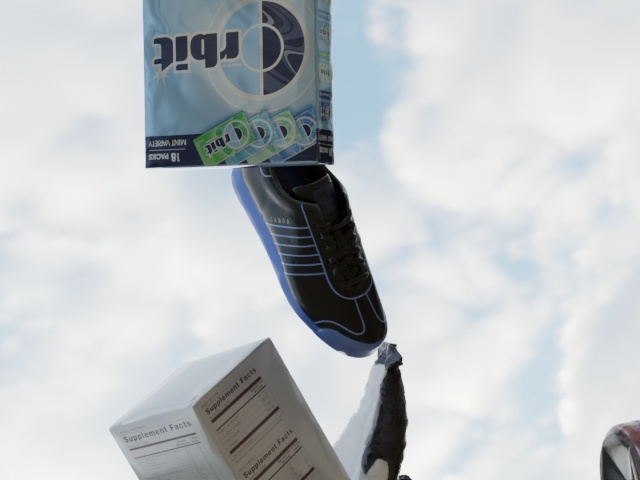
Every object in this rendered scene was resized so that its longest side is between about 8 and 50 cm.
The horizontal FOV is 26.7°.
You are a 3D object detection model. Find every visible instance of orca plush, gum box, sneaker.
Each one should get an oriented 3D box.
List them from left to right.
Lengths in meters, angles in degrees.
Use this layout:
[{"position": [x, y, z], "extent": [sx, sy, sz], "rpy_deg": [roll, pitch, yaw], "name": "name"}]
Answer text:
[{"position": [-0.068, -0.151, 1.095], "extent": [0.041, 0.156, 0.184], "rpy_deg": [-3, -88, -68], "name": "gum box"}, {"position": [0.000, 0.000, 1.273], "extent": [0.081, 0.232, 0.090], "rpy_deg": [-30, -6, -36], "name": "sneaker"}, {"position": [0.058, 0.259, 1.561], "extent": [0.102, 0.151, 0.287], "rpy_deg": [18, -98, -37], "name": "orca plush"}]

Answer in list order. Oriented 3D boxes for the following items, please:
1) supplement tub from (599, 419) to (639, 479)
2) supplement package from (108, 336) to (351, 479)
[{"position": [0.332, 0.185, 1.080], "extent": [0.197, 0.106, 0.106], "rpy_deg": [-6, -58, -11], "name": "supplement tub"}, {"position": [-0.072, 0.242, 1.348], "extent": [0.134, 0.139, 0.244], "rpy_deg": [-40, -75, -47], "name": "supplement package"}]
